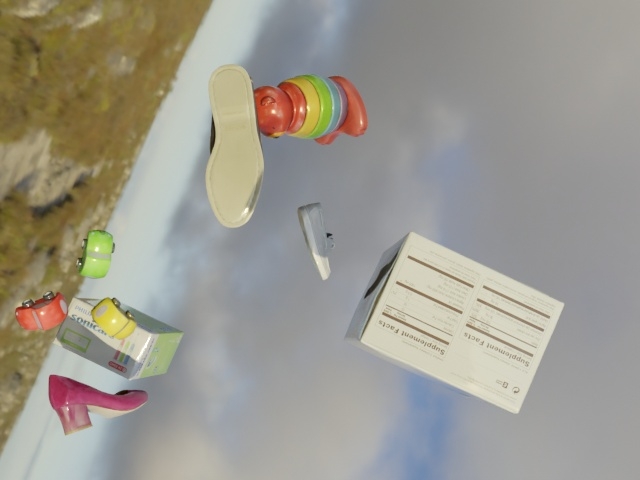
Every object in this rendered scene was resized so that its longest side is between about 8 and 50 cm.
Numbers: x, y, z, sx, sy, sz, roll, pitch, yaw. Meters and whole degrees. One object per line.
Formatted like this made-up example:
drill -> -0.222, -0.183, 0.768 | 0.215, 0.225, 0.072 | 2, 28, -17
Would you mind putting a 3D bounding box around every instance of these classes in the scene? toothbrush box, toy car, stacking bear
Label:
toothbrush box -> -0.475, 0.232, 2.050 | 0.283, 0.206, 0.122 | 51, 64, -82
toy car -> -0.451, 0.090, 1.656 | 0.053, 0.238, 0.225 | 45, -60, 58
stacking bear -> -0.053, -0.307, 2.005 | 0.175, 0.289, 0.164 | -9, -88, 43

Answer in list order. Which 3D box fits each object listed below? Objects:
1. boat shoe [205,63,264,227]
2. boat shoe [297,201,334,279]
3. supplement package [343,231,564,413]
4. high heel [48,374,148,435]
boat shoe -> -0.169, -0.182, 1.706 | 0.097, 0.116, 0.325 | 70, 15, -82
boat shoe -> 0.000, 0.000, 1.908 | 0.066, 0.063, 0.184 | -136, -153, -69
supplement package -> 0.157, 0.108, 1.107 | 0.262, 0.203, 0.145 | 114, 1, -83
high heel -> -0.434, 0.297, 1.680 | 0.082, 0.117, 0.244 | -23, 174, 31
